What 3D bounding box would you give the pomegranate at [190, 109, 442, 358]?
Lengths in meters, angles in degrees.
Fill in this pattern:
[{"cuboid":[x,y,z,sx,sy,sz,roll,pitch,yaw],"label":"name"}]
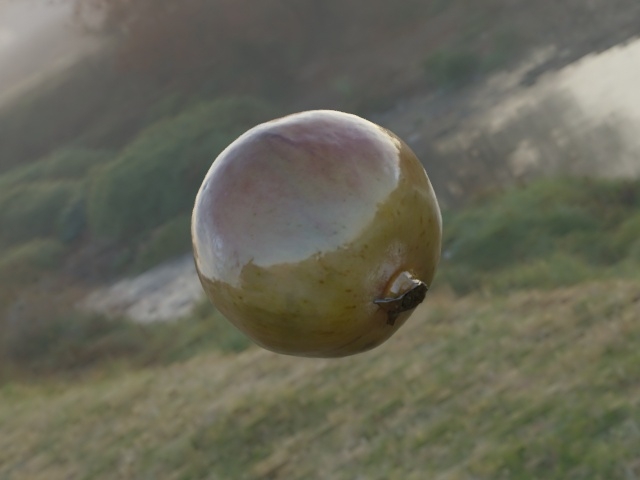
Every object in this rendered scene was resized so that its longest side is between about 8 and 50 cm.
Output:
[{"cuboid":[-0.002,0.000,1.280,0.191,0.191,0.191,-29,11,6],"label":"pomegranate"}]
